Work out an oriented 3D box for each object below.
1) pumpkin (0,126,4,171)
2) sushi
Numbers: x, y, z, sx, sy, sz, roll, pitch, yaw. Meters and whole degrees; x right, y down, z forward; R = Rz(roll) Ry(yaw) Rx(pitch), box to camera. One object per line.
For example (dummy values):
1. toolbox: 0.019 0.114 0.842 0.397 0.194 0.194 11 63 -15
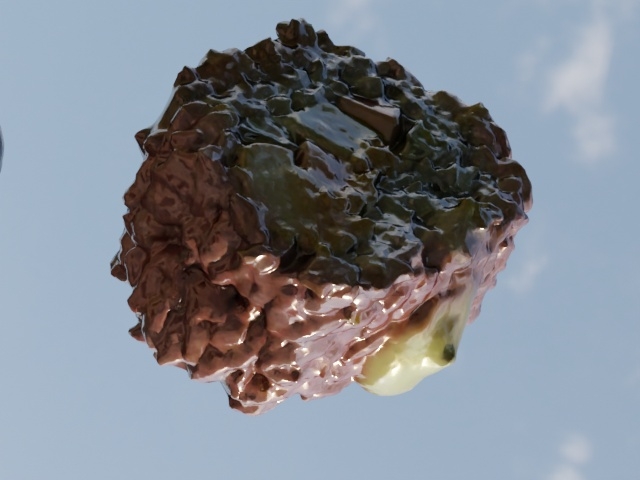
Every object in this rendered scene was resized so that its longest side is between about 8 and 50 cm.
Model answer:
1. pumpkin: -0.447 -0.107 2.200 0.125 0.167 0.167 110 -18 -84
2. sushi: 0.000 0.000 1.211 0.236 0.270 0.171 40 -55 16
